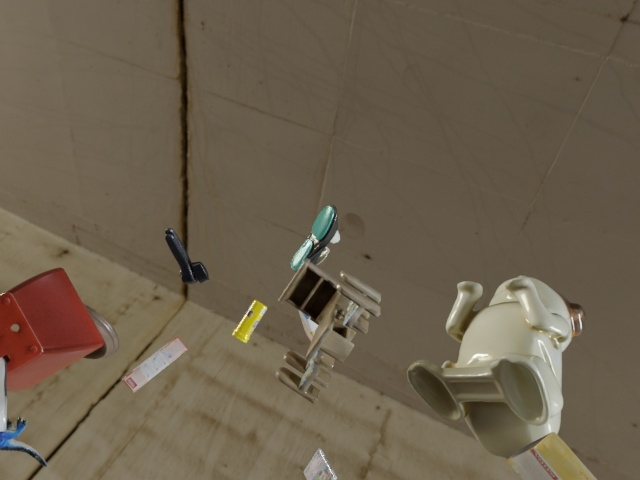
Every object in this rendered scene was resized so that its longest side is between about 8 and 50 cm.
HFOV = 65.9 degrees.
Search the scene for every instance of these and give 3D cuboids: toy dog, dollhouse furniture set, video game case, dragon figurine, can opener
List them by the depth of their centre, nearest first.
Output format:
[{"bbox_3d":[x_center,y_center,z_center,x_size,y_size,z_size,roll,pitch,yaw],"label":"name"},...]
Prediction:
[{"bbox_3d":[-0.007,0.147,0.976,0.161,0.242,0.212,34,-77,0],"label":"dollhouse furniture set"},{"bbox_3d":[-0.732,0.430,1.073,0.085,0.144,0.289,-8,-64,26],"label":"dragon figurine"},{"bbox_3d":[0.457,0.249,1.111,0.395,0.408,0.284,51,-42,-8],"label":"toy dog"},{"bbox_3d":[-0.360,0.043,1.293,0.059,0.073,0.186,51,-14,55],"label":"can opener"},{"bbox_3d":[-0.003,0.664,1.397,0.011,0.087,0.122,32,2,-26],"label":"video game case"}]

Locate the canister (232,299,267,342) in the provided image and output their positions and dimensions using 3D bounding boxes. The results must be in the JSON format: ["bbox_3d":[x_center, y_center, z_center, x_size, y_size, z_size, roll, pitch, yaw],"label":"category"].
[{"bbox_3d":[-0.295,0.337,2.076,0.073,0.170,0.126,32,-9,-1],"label":"canister"}]

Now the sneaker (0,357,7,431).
[{"bbox_3d":[-0.715,0.307,0.976,0.226,0.163,0.086,28,-67,56],"label":"sneaker"}]

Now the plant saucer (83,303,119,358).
[{"bbox_3d":[-0.791,0.296,1.606,0.278,0.041,0.278,10,-50,12],"label":"plant saucer"}]

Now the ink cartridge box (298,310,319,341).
[{"bbox_3d":[-0.015,0.290,1.724,0.134,0.078,0.231,-139,-150,-65],"label":"ink cartridge box"}]

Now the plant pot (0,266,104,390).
[{"bbox_3d":[-0.806,0.249,1.326,0.267,0.267,0.236,60,-3,2],"label":"plant pot"}]

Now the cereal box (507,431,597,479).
[{"bbox_3d":[0.411,0.421,0.826,0.173,0.047,0.240,51,-11,27],"label":"cereal box"}]

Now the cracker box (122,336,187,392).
[{"bbox_3d":[-0.607,0.452,1.816,0.067,0.232,0.156,52,-23,-3],"label":"cracker box"}]

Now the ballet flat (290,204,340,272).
[{"bbox_3d":[0.000,0.000,1.673,0.096,0.095,0.280,15,-58,-36],"label":"ballet flat"}]
